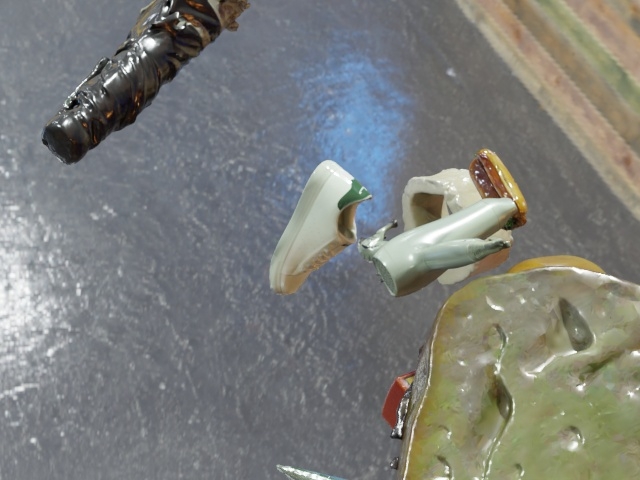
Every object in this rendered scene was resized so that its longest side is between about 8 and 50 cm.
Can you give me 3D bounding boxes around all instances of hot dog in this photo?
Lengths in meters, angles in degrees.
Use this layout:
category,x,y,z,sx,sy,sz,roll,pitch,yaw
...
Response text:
category,x,y,z,sx,sy,sz,roll,pitch,yaw
hot dog,0.315,-0.089,1.514,0.055,0.072,0.188,6,45,-28

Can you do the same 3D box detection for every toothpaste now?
category,x,y,z,sx,sy,sz,roll,pitch,yaw
toothpaste,0.100,0.505,1.670,0.392,0.098,0.061,18,72,11

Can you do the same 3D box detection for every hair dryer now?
category,x,y,z,sx,sy,sz,roll,pitch,yaw
hair dryer,0.188,-0.003,1.062,0.206,0.237,0.075,-29,96,-14

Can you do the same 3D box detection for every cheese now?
category,x,y,z,sx,sy,sz,roll,pitch,yaw
cheese,0.384,-0.051,2.480,0.153,0.292,0.332,-19,82,-32

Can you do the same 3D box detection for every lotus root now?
category,x,y,z,sx,sy,sz,roll,pitch,yaw
lotus root,0.242,0.216,0.858,0.375,0.111,0.390,-31,69,-7

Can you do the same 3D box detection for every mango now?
category,x,y,z,sx,sy,sz,roll,pitch,yaw
mango,0.468,0.113,1.713,0.211,0.173,0.317,7,17,30

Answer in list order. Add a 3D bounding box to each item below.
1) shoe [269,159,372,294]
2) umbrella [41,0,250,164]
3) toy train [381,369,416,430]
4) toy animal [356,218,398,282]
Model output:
category,x,y,z,sx,sy,sz,roll,pitch,yaw
shoe,0.000,0.000,1.471,0.110,0.265,0.095,30,27,19
umbrella,-0.214,-0.227,1.047,0.106,0.113,0.357,41,55,-7
toy train,0.277,0.344,1.672,0.369,0.163,0.231,-13,47,-35
toy animal,0.149,0.033,1.939,0.176,0.073,0.217,-32,32,-29
